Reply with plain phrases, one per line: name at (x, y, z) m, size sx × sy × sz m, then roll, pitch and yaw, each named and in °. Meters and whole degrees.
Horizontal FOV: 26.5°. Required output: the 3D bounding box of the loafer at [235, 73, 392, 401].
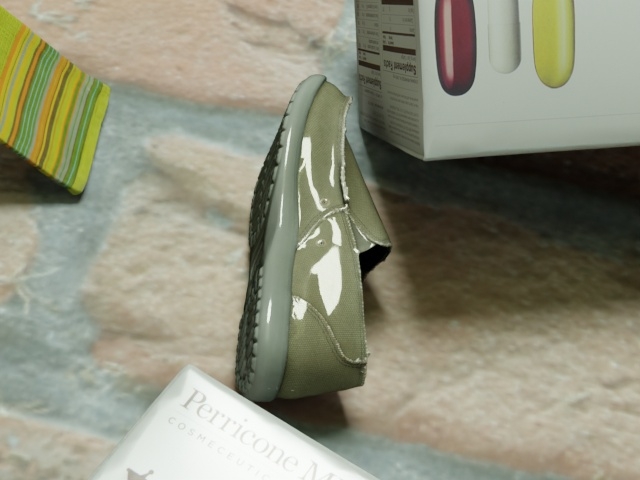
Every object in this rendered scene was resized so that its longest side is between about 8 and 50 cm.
loafer at (0.000, 0.000, 0.906) m, size 0.087 × 0.094 × 0.251 m, roll 13°, pitch 57°, yaw -10°

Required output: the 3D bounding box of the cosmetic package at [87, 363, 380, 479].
cosmetic package at (-0.063, 0.198, 0.703) m, size 0.151 × 0.151 × 0.184 m, roll 29°, pitch 56°, yaw 14°

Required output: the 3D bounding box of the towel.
towel at (-0.235, -0.130, 0.909) m, size 0.021 × 0.237 × 0.102 m, roll -23°, pitch 46°, yaw 30°

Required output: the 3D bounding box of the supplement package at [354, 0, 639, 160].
supplement package at (0.169, -0.143, 0.926) m, size 0.261 × 0.145 × 0.204 m, roll -5°, pitch 11°, yaw -9°
